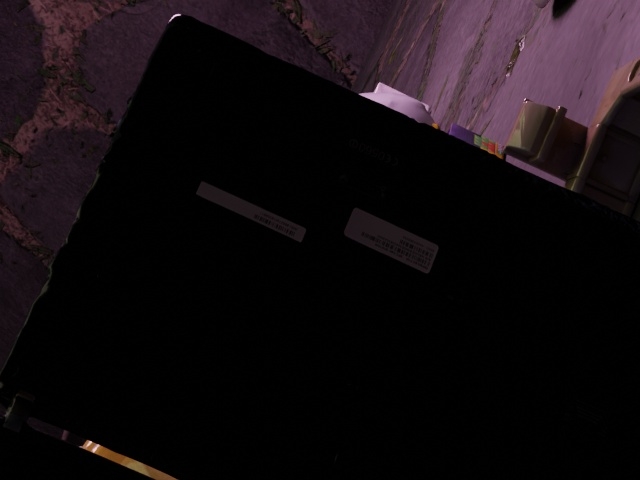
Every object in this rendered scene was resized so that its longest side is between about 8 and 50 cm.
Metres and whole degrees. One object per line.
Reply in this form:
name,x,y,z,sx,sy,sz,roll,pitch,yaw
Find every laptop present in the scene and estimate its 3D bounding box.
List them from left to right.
laptop,-0.011,0.090,0.629,0.136,0.234,0.264,127,166,-66

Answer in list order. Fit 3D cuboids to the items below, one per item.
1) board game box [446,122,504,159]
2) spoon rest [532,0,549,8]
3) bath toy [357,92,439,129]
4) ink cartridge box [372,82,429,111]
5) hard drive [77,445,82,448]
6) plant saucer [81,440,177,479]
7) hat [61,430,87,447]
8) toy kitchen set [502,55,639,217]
board game box,0.079,0.013,1.158,0.170,0.048,0.141,-75,9,-62
spoon rest,0.190,-0.245,1.174,0.137,0.084,0.276,-64,-8,3
bath toy,0.000,0.000,1.612,0.151,0.129,0.348,144,151,-81
ink cartridge box,0.048,-0.075,1.813,0.198,0.067,0.115,122,170,-61
hard drive,-0.166,0.248,1.195,0.040,0.203,0.307,-32,-17,12
plant saucer,-0.081,0.121,0.962,0.333,0.081,0.333,-45,8,44
hat,-0.119,0.258,1.472,0.331,0.134,0.331,-15,-90,-73
toy kitchen set,0.132,-0.050,0.761,0.075,0.068,0.083,149,144,-82
